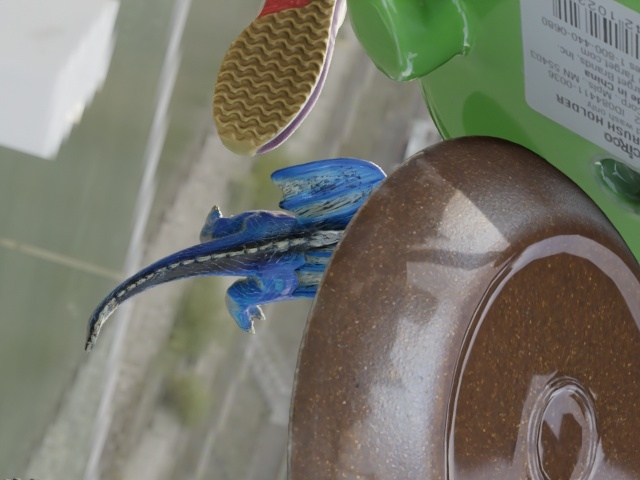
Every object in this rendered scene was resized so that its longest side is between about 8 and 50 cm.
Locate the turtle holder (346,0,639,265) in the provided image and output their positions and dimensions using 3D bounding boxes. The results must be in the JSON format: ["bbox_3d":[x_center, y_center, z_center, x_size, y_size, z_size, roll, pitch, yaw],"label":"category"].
[{"bbox_3d":[0.178,-0.053,0.772,0.227,0.243,0.320,-47,122,-21],"label":"turtle holder"}]

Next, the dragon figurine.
[{"bbox_3d":[0.000,0.000,1.208,0.144,0.289,0.085,-25,-106,58],"label":"dragon figurine"}]

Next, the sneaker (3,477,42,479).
[{"bbox_3d":[-0.292,0.292,1.778,0.283,0.110,0.122,3,115,-54],"label":"sneaker"}]

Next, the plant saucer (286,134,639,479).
[{"bbox_3d":[0.066,0.064,0.648,0.198,0.036,0.199,1,89,-51],"label":"plant saucer"}]

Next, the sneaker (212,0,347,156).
[{"bbox_3d":[-0.017,-0.133,1.317,0.084,0.069,0.185,71,39,-73],"label":"sneaker"}]
